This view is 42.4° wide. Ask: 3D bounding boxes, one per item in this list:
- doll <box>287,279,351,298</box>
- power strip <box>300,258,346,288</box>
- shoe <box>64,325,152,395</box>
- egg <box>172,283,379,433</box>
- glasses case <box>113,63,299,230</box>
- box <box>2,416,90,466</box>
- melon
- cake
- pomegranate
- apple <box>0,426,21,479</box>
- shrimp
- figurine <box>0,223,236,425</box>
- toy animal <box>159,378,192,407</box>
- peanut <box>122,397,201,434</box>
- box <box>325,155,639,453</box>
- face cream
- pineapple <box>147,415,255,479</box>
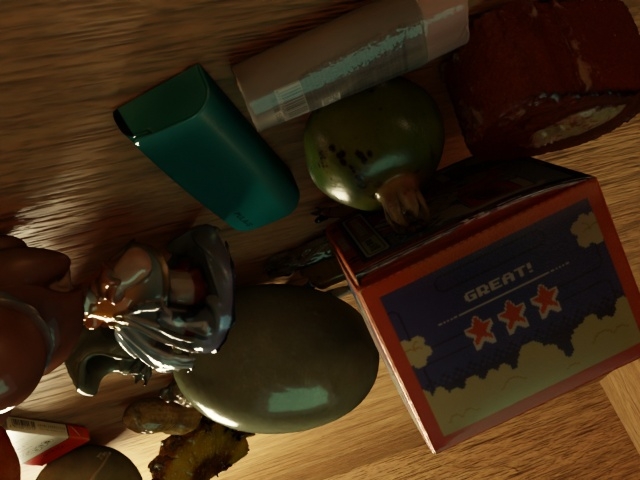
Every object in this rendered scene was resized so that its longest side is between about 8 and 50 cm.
[{"bbox_3d":[-0.046,0.121,1.538,0.227,0.057,0.114,-39,136,25],"label":"doll"},{"bbox_3d":[0.109,0.006,1.427,0.305,0.064,0.044,-23,158,-1],"label":"power strip"},{"bbox_3d":[-0.268,0.150,1.294,0.293,0.149,0.109,-21,154,-1],"label":"shoe"},{"bbox_3d":[-0.073,0.199,1.398,0.352,0.258,0.258,2,148,-17],"label":"egg"},{"bbox_3d":[-0.126,-0.096,1.026,0.117,0.070,0.301,-27,156,9],"label":"glasses case"},{"bbox_3d":[-0.593,0.405,1.654,0.139,0.035,0.245,-30,154,13],"label":"box"},{"bbox_3d":[-0.511,0.581,1.821,0.271,0.272,0.308,-24,161,2],"label":"melon"},{"bbox_3d":[0.291,-0.206,1.074,0.283,0.151,0.177,-11,166,-26],"label":"cake"},{"bbox_3d":[0.076,-0.101,1.014,0.180,0.210,0.180,-17,147,-11],"label":"pomegranate"},{"bbox_3d":[-0.637,0.412,1.422,0.201,0.218,0.218,-6,150,-44],"label":"apple"},{"bbox_3d":[0.000,0.000,1.341,0.219,0.046,0.152,-23,156,4],"label":"shrimp"},{"bbox_3d":[-0.317,0.108,1.066,0.388,0.248,0.276,-1,154,-35],"label":"figurine"},{"bbox_3d":[-0.178,0.274,1.705,0.312,0.097,0.157,-11,165,-30],"label":"toy animal"},{"bbox_3d":[-0.339,0.375,1.763,0.089,0.089,0.192,-36,148,26],"label":"peanut"},{"bbox_3d":[0.207,0.052,1.130,0.318,0.257,0.349,-24,-167,1],"label":"box"},{"bbox_3d":[0.037,-0.209,0.929,0.269,0.073,0.107,-23,155,0],"label":"face cream"},{"bbox_3d":[-0.308,0.482,1.962,0.334,0.161,0.158,-21,-160,-40],"label":"pineapple"}]
